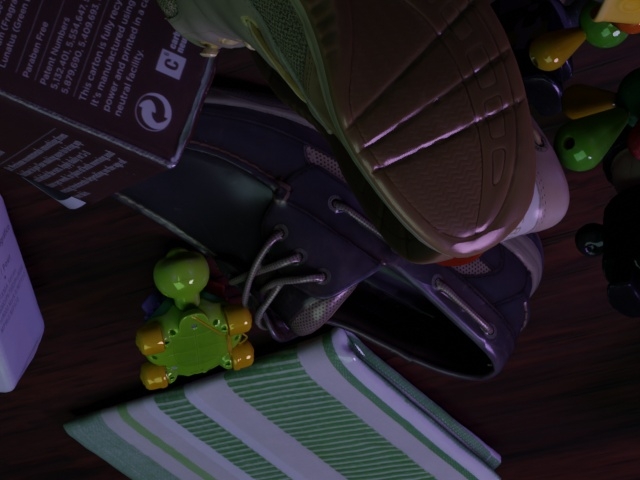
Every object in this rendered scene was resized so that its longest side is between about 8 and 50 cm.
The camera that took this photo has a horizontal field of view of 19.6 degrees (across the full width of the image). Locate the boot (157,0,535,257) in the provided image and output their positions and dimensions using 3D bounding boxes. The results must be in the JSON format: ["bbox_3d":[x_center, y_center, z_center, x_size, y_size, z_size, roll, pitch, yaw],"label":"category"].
[{"bbox_3d":[-0.003,-0.108,0.946,0.262,0.095,0.203,55,166,-8],"label":"boot"}]

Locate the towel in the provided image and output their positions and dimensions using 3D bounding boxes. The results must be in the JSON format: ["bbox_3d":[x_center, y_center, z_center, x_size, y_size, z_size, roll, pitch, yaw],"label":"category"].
[{"bbox_3d":[-0.033,0.184,1.663,0.325,0.038,0.248,-20,134,36],"label":"towel"}]

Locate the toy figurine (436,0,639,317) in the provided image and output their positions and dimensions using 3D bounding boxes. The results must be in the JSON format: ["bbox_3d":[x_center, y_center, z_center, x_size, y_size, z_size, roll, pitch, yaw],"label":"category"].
[{"bbox_3d":[0.171,-0.076,1.183,0.213,0.148,0.209,14,138,-4],"label":"toy figurine"}]

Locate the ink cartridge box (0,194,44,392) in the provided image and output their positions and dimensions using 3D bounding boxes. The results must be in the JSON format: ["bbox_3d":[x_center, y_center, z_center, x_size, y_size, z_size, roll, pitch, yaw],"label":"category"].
[{"bbox_3d":[-0.410,-0.049,1.417,0.308,0.091,0.385,-1,126,14],"label":"ink cartridge box"}]

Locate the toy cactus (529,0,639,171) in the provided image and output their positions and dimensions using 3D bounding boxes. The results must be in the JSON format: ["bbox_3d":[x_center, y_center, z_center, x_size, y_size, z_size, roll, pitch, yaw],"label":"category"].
[{"bbox_3d":[0.210,-0.130,1.038,0.180,0.219,0.112,25,160,-20],"label":"toy cactus"}]

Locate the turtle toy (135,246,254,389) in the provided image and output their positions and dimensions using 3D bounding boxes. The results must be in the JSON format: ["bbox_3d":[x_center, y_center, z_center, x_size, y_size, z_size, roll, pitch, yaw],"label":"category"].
[{"bbox_3d":[-0.105,0.060,1.481,0.095,0.066,0.130,-13,142,-10],"label":"turtle toy"}]

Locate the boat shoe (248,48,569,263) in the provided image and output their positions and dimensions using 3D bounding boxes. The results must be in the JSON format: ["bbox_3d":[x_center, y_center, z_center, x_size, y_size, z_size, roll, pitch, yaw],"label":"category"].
[{"bbox_3d":[0.037,-0.115,1.067,0.098,0.302,0.109,-11,143,-30],"label":"boat shoe"}]

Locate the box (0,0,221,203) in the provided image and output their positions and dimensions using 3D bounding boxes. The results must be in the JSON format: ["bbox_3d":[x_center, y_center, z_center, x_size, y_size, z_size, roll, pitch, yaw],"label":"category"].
[{"bbox_3d":[-0.263,-0.160,1.111,0.381,0.143,0.191,21,167,-19],"label":"box"}]

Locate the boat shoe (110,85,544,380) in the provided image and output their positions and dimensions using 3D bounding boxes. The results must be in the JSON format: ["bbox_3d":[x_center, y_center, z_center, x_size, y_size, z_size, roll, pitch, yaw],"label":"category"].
[{"bbox_3d":[0.000,0.000,1.322,0.355,0.130,0.132,19,143,-14],"label":"boat shoe"}]

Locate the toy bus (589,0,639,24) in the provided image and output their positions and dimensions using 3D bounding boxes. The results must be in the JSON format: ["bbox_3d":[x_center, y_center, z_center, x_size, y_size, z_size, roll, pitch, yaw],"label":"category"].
[{"bbox_3d":[0.227,-0.208,0.927,0.211,0.220,0.149,10,143,-11],"label":"toy bus"}]

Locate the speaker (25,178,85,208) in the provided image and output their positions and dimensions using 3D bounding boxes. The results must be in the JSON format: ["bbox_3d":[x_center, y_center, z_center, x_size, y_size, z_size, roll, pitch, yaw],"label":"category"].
[{"bbox_3d":[-0.217,-0.080,1.326,0.055,0.055,0.136,-25,132,38],"label":"speaker"}]
